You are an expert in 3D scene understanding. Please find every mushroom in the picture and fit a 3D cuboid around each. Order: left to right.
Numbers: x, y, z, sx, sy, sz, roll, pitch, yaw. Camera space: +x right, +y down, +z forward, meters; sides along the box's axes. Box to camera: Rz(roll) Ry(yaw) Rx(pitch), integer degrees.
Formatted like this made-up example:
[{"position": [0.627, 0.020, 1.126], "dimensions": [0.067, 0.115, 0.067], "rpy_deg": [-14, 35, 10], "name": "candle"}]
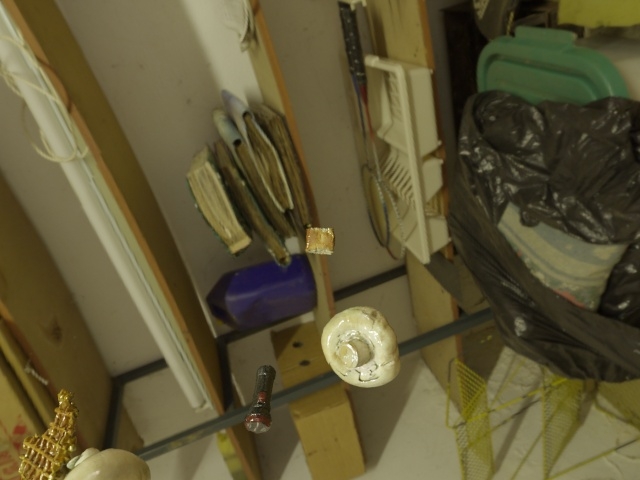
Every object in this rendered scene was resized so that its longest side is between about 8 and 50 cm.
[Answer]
[{"position": [-0.564, 0.628, 1.256], "dimensions": [0.202, 0.246, 0.246], "rpy_deg": [44, 162, 30], "name": "mushroom"}, {"position": [0.075, 0.198, 0.899], "dimensions": [0.122, 0.154, 0.154], "rpy_deg": [-19, -93, -63], "name": "mushroom"}]

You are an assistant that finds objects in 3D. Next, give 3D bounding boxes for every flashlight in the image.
[{"position": [-0.199, 0.536, 1.694], "dimensions": [0.231, 0.093, 0.092], "rpy_deg": [-84, -17, -49], "name": "flashlight"}]

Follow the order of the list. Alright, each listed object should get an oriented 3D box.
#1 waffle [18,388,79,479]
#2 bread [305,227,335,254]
[{"position": [-0.828, 0.638, 1.521], "dimensions": [0.069, 0.293, 0.259], "rpy_deg": [29, -165, -41], "name": "waffle"}, {"position": [0.000, 0.002, 1.376], "dimensions": [0.076, 0.083, 0.070], "rpy_deg": [121, 155, -81], "name": "bread"}]
